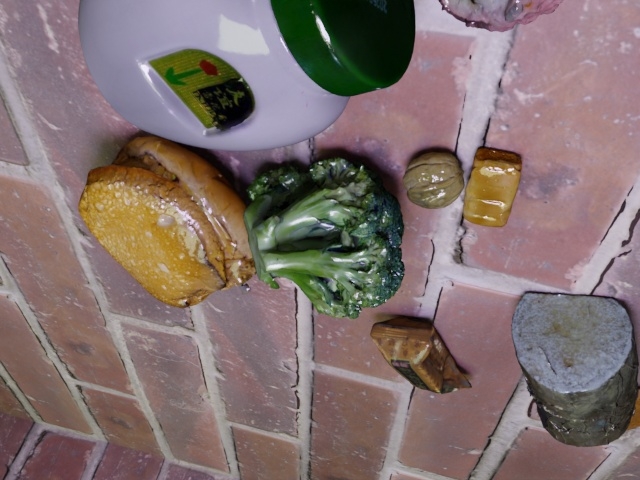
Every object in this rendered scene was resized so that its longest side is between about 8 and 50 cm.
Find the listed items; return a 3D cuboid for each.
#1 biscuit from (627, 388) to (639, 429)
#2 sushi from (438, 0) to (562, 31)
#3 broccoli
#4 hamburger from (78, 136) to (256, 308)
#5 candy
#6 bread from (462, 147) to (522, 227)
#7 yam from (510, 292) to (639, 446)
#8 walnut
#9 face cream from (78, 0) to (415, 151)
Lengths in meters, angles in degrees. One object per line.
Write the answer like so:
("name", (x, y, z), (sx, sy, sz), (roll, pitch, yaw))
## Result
("biscuit", (0.620, 0.337, 1.466), (0.144, 0.040, 0.236), (29, 142, -25))
("sushi", (0.177, -0.325, 0.696), (0.161, 0.108, 0.241), (32, 131, 50))
("broccoli", (0.000, 0.000, 1.116), (0.246, 0.294, 0.265), (-5, 119, -28))
("hamburger", (-0.244, -0.023, 1.232), (0.314, 0.170, 0.290), (47, 146, -11))
("candy", (0.210, 0.246, 1.478), (0.143, 0.101, 0.271), (3, 148, 30))
("bread", (0.248, -0.074, 1.067), (0.074, 0.053, 0.132), (13, 142, 8))
("yam", (0.452, 0.242, 1.292), (0.203, 0.201, 0.271), (0, 147, 25))
("walnut", (0.165, -0.087, 1.068), (0.092, 0.092, 0.092), (12, 144, 9))
("face cream", (-0.092, -0.243, 0.848), (0.357, 0.219, 0.312), (-7, 137, 36))
